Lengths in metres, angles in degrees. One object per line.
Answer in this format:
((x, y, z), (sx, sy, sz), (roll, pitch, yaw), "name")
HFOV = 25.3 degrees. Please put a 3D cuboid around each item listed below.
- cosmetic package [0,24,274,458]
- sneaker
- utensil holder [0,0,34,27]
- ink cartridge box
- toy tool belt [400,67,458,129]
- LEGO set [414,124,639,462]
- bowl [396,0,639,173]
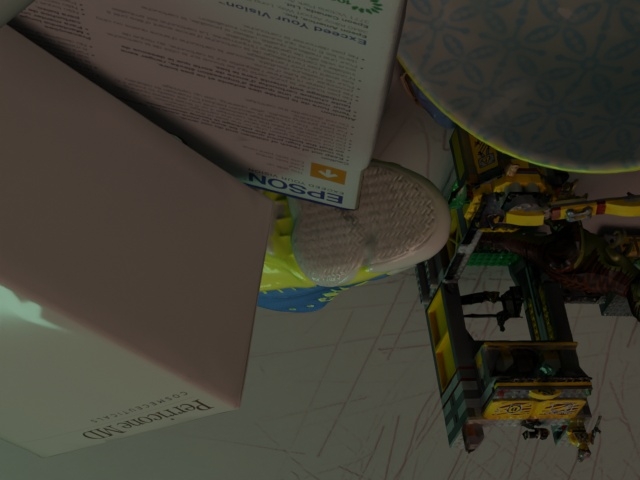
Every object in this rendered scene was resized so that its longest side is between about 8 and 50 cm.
((-0.222, -0.021, 0.804), (0.197, 0.155, 0.365), (-20, 139, 39), "cosmetic package")
((0.000, 0.000, 1.010), (0.240, 0.091, 0.126), (-1, 164, 32), "sneaker")
((-0.095, -0.288, 0.482), (0.385, 0.327, 0.327), (-43, 131, -5), "utensil holder")
((-0.116, -0.137, 0.786), (0.324, 0.071, 0.330), (15, 163, 2), "ink cartridge box")
((0.089, -0.100, 0.980), (0.052, 0.051, 0.083), (-28, 133, 15), "toy tool belt")
((0.221, 0.046, 1.020), (0.331, 0.192, 0.255), (6, 145, -21), "LEGO set")
((0.175, -0.195, 0.811), (0.156, 0.289, 0.289), (-27, 157, -53), "bowl")
